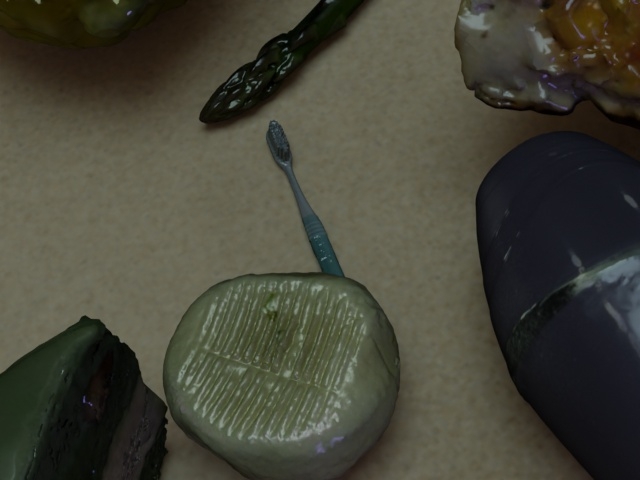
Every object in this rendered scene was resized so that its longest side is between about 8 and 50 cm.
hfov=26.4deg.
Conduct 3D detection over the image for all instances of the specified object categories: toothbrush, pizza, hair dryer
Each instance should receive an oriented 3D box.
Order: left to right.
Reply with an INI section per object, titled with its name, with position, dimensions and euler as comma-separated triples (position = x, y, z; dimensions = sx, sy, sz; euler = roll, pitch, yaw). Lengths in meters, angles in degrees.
[toothbrush]
position = 0.000, 0.000, 0.730
dimensions = 0.011, 0.014, 0.167
euler = -16, 58, -11
[pizza]
position = 0.266, -0.124, 0.666
dimensions = 0.409, 0.114, 0.277
euler = -11, 32, -5
[hair dryer]
position = 0.273, 0.039, 0.612
dimensions = 0.361, 0.121, 0.301
euler = -19, 53, -11

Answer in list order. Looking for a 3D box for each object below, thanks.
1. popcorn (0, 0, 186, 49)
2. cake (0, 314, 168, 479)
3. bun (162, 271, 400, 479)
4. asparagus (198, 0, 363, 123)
[popcorn]
position = -0.147, -0.227, 0.754
dimensions = 0.225, 0.249, 0.249
euler = 18, 64, 7
[cake]
position = -0.140, 0.187, 0.566
dimensions = 0.284, 0.158, 0.172
euler = -39, 62, -17
[bun]
position = -0.017, 0.068, 0.660
dimensions = 0.115, 0.069, 0.115
euler = -5, 58, 8
[asparagus]
position = 0.012, -0.149, 0.809
dimensions = 0.034, 0.027, 0.236
euler = 29, 68, 29
